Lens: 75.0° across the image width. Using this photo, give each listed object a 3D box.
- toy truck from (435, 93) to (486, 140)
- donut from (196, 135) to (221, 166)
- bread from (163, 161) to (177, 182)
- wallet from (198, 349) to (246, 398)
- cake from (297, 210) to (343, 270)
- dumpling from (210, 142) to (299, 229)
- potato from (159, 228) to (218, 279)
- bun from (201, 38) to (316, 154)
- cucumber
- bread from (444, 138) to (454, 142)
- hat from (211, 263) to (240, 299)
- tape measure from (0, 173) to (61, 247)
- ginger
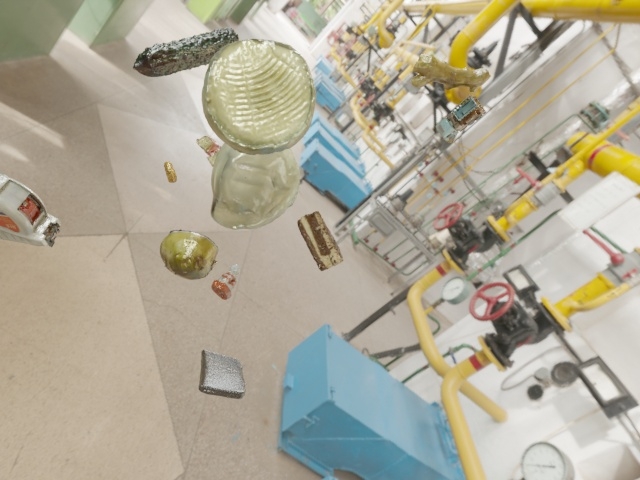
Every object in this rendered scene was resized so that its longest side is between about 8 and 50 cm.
[{"bbox_3d":[0.520,-0.461,1.581,0.115,0.177,0.080,-10,66,-55],"label":"toy truck"},{"bbox_3d":[-0.431,-0.357,1.721,0.166,0.065,0.117,55,11,18],"label":"donut"},{"bbox_3d":[-0.751,-0.342,2.088,0.083,0.044,0.111,-17,-89,70],"label":"bread"},{"bbox_3d":[-0.364,0.491,1.536,0.165,0.042,0.309,22,1,-17],"label":"wallet"},{"bbox_3d":[-0.005,-0.011,1.712,0.246,0.112,0.135,63,8,-14],"label":"cake"},{"bbox_3d":[-0.234,-0.213,1.499,0.315,0.395,0.233,25,1,-3],"label":"dumpling"},{"bbox_3d":[-0.677,0.092,2.056,0.196,0.299,0.246,-72,146,-43],"label":"potato"},{"bbox_3d":[-0.139,-0.315,0.948,0.259,0.259,0.152,43,1,-14],"label":"bun"},{"bbox_3d":[-0.402,-0.570,1.263,0.096,0.096,0.359,49,50,3],"label":"cucumber"},{"bbox_3d":[0.544,-0.463,1.771,0.056,0.082,0.115,19,31,-4],"label":"bread"},{"bbox_3d":[-0.406,0.174,1.858,0.093,0.112,0.162,23,55,22],"label":"hat"},{"bbox_3d":[-1.014,-0.101,1.334,0.258,0.265,0.130,10,50,3],"label":"tape measure"},{"bbox_3d":[0.470,-0.595,1.490,0.298,0.118,0.065,2,38,-9],"label":"ginger"}]
